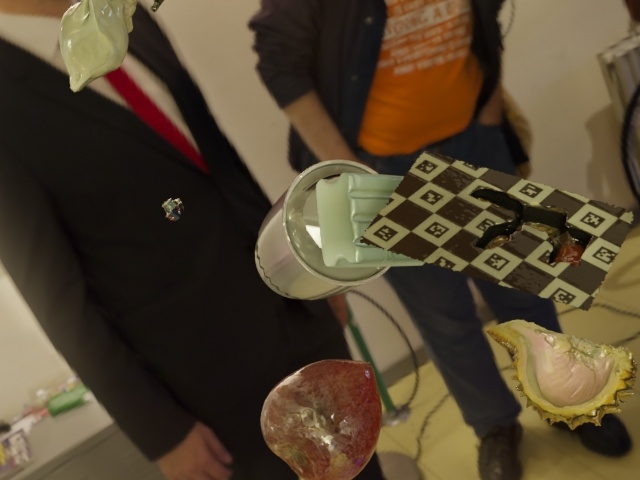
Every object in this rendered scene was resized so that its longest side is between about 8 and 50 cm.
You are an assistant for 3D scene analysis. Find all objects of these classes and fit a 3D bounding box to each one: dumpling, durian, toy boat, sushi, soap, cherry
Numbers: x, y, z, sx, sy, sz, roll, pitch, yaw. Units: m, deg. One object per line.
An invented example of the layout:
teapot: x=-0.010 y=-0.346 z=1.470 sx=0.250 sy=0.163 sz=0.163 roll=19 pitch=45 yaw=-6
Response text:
dumpling: x=-0.388 y=-0.370 z=1.654 sx=0.151 sy=0.124 sz=0.229 roll=-39 pitch=-14 yaw=-44
durian: x=0.319 y=0.176 z=1.249 sx=0.224 sy=0.078 sz=0.140 roll=31 pitch=82 yaw=42
toy boat: x=-0.254 y=-0.056 z=1.584 sx=0.038 sy=0.038 sz=0.083 roll=-27 pitch=16 yaw=-4
sushi: x=0.210 y=-0.005 z=1.094 sx=0.279 sy=0.043 sz=0.192 roll=17 pitch=47 yaw=24
soap: x=0.090 y=-0.026 z=1.248 sx=0.198 sy=0.119 sz=0.066 roll=0 pitch=-7 yaw=-43
cherry: x=0.010 y=0.349 z=1.814 sx=0.239 sy=0.239 sz=0.206 roll=-45 pitch=-15 yaw=-43

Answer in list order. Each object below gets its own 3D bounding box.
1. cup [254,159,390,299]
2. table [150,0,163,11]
cup: x=0.000 y=0.000 z=1.948 sx=0.253 sy=0.253 sz=0.371 roll=-34 pitch=-1 yaw=-22
table: x=-0.422 y=-0.723 z=1.971 sx=0.272 sy=0.335 sz=0.222 roll=-56 pitch=-2 yaw=-10
